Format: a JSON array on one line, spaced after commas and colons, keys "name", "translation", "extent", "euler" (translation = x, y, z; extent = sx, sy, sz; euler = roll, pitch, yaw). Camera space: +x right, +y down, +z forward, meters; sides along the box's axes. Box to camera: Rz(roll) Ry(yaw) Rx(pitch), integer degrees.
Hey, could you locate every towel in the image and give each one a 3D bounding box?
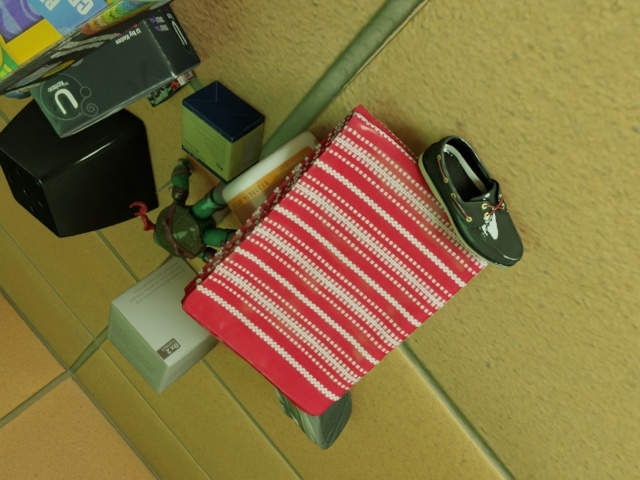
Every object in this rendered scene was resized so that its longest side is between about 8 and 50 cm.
[{"name": "towel", "translation": [0.013, 0.033, 0.638], "extent": [0.199, 0.031, 0.275], "euler": [43, 107, -5]}]

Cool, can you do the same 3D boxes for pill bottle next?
[{"name": "pill bottle", "translation": [0.000, 0.000, 0.710], "extent": [0.216, 0.121, 0.121], "euler": [55, 147, -8]}]

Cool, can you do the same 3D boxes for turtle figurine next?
[{"name": "turtle figurine", "translation": [-0.165, -0.022, 0.901], "extent": [0.234, 0.118, 0.175], "euler": [-7, 118, 46]}]

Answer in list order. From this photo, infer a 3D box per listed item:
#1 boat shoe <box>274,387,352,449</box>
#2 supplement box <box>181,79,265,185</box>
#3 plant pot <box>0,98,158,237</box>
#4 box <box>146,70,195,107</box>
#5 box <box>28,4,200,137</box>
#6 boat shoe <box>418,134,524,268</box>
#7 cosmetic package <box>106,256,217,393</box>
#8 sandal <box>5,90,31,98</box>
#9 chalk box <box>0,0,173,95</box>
[{"name": "boat shoe", "translation": [-0.028, 0.188, 0.946], "extent": [0.103, 0.118, 0.320], "euler": [22, 145, 30]}, {"name": "supplement box", "translation": [-0.119, -0.129, 0.781], "extent": [0.083, 0.056, 0.083], "euler": [39, 146, 16]}, {"name": "plant pot", "translation": [-0.390, -0.118, 1.016], "extent": [0.188, 0.167, 0.187], "euler": [35, 144, 23]}, {"name": "box", "translation": [-0.222, -0.244, 0.814], "extent": [0.094, 0.027, 0.137], "euler": [-14, 112, 54]}, {"name": "box", "translation": [-0.262, -0.267, 0.671], "extent": [0.270, 0.144, 0.165], "euler": [61, -171, -18]}, {"name": "boat shoe", "translation": [0.139, -0.033, 0.577], "extent": [0.133, 0.049, 0.042], "euler": [56, 155, -1]}, {"name": "cosmetic package", "translation": [-0.275, 0.154, 1.171], "extent": [0.151, 0.151, 0.183], "euler": [45, 146, 8]}, {"name": "sandal", "translation": [-0.504, -0.336, 0.986], "extent": [0.138, 0.126, 0.317], "euler": [33, 152, 18]}, {"name": "chalk box", "translation": [-0.237, -0.228, 0.502], "extent": [0.179, 0.289, 0.180], "euler": [59, -173, -18]}]
